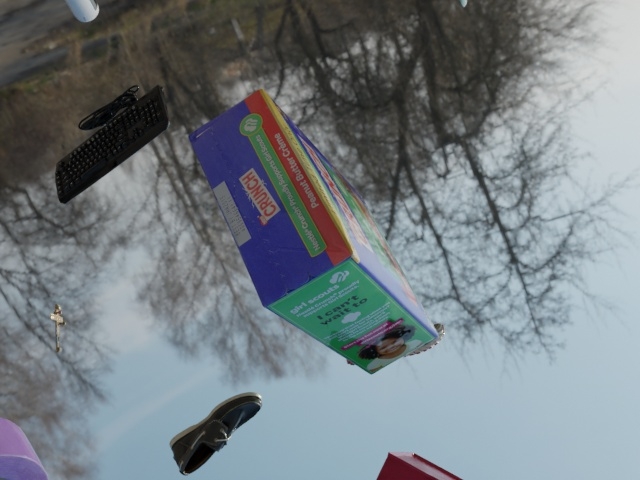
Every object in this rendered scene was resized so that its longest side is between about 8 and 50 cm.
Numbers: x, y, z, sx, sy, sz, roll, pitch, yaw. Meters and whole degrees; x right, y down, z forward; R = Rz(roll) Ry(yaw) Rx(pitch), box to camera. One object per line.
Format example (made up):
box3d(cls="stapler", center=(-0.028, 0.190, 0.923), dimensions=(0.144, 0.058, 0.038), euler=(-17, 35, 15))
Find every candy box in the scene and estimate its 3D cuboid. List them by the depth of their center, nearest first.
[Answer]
box3d(cls="candy box", center=(0.000, 0.000, 0.948), dimensions=(0.122, 0.317, 0.268), euler=(-34, -122, 11))

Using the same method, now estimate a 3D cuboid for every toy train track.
box3d(cls="toy train track", center=(-0.445, 0.150, 1.279), dimensions=(0.014, 0.083, 0.048), euler=(-7, 165, 4))

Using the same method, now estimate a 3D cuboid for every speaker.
box3d(cls="speaker", center=(-0.481, -0.488, 1.468), dimensions=(0.055, 0.055, 0.136), euler=(-24, 167, -6))

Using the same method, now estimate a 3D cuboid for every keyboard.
box3d(cls="keyboard", center=(-0.276, -0.133, 0.945), dimensions=(0.192, 0.038, 0.100), euler=(-32, -127, 18))

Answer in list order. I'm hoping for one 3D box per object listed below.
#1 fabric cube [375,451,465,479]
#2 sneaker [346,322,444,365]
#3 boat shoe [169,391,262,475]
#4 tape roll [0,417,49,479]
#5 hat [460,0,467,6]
box3d(cls="fabric cube", center=(0.218, 0.601, 1.499), dimensions=(0.259, 0.254, 0.258), euler=(24, -97, 25))
box3d(cls="sneaker", center=(0.161, 0.210, 1.637), dimensions=(0.225, 0.093, 0.088), euler=(-11, 179, -3))
box3d(cls="boat shoe", center=(-0.208, 0.399, 1.547), dimensions=(0.233, 0.084, 0.079), euler=(-38, -136, 11))
box3d(cls="tape roll", center=(-0.555, 0.394, 1.115), dimensions=(0.274, 0.275, 0.090), euler=(-30, -128, -25))
box3d(cls="hat", center=(0.071, -0.364, 0.947), dimensions=(0.183, 0.209, 0.173), euler=(-16, 152, 18))
